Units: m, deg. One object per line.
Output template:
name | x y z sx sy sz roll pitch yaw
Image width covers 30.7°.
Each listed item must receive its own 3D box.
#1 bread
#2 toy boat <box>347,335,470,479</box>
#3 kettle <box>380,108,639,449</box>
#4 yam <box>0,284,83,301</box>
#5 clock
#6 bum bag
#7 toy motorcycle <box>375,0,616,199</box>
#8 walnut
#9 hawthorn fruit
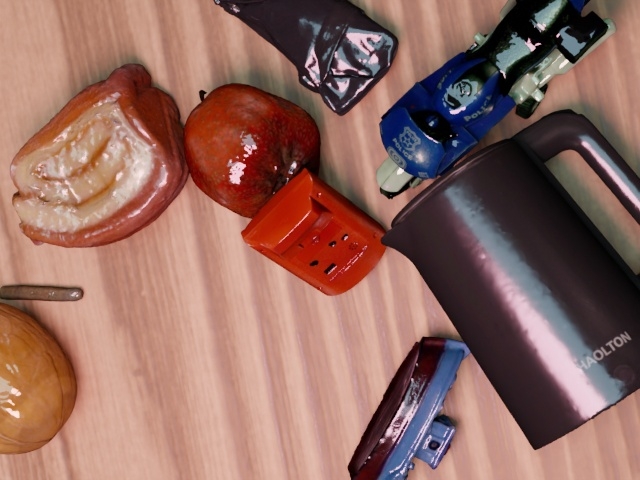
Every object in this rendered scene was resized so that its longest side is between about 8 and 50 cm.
bread | -0.279 -0.086 1.458 0.244 0.123 0.190 -39 84 11
toy boat | 0.118 0.218 1.393 0.097 0.100 0.223 27 96 -14
kettle | 0.257 0.036 1.304 0.262 0.203 0.308 -39 80 23
yam | -0.366 0.069 1.527 0.116 0.021 0.021 0 90 13
clock | 0.000 0.000 1.386 0.113 0.155 0.061 -45 43 13
bum bag | -0.020 -0.270 1.433 0.248 0.060 0.123 42 99 9
toy motorcycle | 0.178 -0.171 1.323 0.331 0.196 0.125 -45 82 10
walnut | -0.397 0.175 1.467 0.197 0.165 0.165 39 98 9
hawthorn fruit | -0.095 -0.121 1.410 0.157 0.157 0.194 -50 61 8
